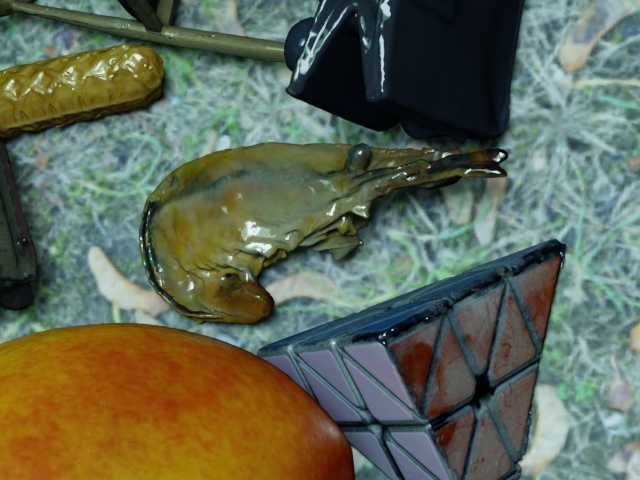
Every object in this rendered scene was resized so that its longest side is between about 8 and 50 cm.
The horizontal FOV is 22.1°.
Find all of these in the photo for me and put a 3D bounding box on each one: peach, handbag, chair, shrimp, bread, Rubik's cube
[{"bbox_3d":[-0.137,0.180,0.936,0.308,0.289,0.289,-44,71,6],"label":"peach"},{"bbox_3d":[0.056,-0.230,0.969,0.118,0.269,0.326,8,88,21],"label":"handbag"},{"bbox_3d":[-0.118,-0.229,1.073,0.272,0.188,0.166,4,70,17],"label":"chair"},{"bbox_3d":[0.004,-0.008,1.060,0.262,0.066,0.117,-2,94,26],"label":"shrimp"},{"bbox_3d":[-0.182,-0.102,1.130,0.157,0.052,0.044,-12,70,10],"label":"bread"},{"bbox_3d":[0.022,0.068,1.002,0.178,0.190,0.211,4,72,32],"label":"Rubik's cube"}]

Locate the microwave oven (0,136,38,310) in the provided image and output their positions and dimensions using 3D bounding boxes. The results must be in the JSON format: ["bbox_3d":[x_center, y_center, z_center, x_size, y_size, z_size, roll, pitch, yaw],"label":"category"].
[{"bbox_3d":[-0.334,-0.018,1.031,0.188,0.247,0.178,-29,70,29],"label":"microwave oven"}]
